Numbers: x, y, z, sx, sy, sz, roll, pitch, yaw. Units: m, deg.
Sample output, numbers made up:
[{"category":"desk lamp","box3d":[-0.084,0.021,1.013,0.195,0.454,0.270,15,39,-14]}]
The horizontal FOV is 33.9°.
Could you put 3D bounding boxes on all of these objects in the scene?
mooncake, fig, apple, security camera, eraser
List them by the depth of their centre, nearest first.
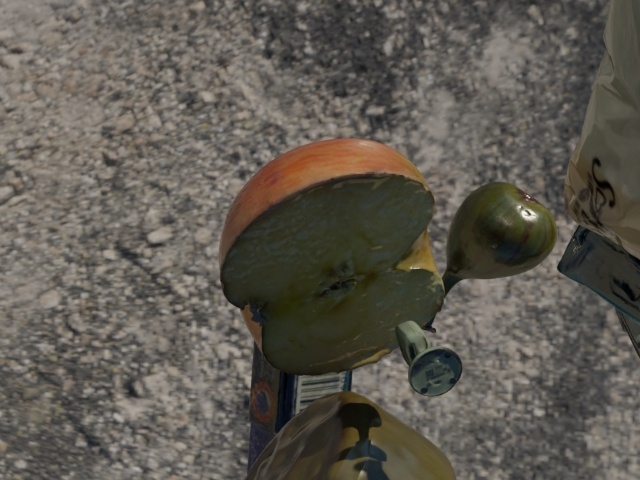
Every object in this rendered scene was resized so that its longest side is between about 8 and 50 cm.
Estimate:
[{"category":"security camera","box3d":[0.102,0.112,1.051,0.058,0.092,0.058,-5,113,-11]},{"category":"mooncake","box3d":[0.004,0.305,1.149,0.155,0.284,0.284,37,66,-14]},{"category":"apple","box3d":[0.000,0.000,1.187,0.251,0.163,0.293,-19,132,-8]},{"category":"fig","box3d":[0.241,0.031,1.607,0.151,0.151,0.259,26,112,-30]},{"category":"eraser","box3d":[-0.027,0.225,1.651,0.155,0.101,0.332,-1,100,-39]}]

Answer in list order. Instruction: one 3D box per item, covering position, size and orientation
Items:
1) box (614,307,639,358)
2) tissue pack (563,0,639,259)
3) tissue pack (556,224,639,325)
[{"category":"box","box3d":[0.364,0.089,1.114,0.060,0.085,0.063,58,18,-44]},{"category":"tissue pack","box3d":[0.348,-0.093,0.688,0.195,0.390,0.375,-34,142,-34]},{"category":"tissue pack","box3d":[0.276,0.030,0.914,0.028,0.138,0.085,-14,136,-50]}]
